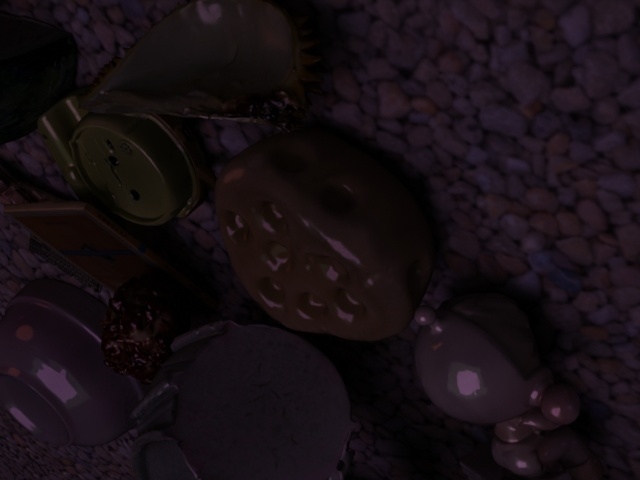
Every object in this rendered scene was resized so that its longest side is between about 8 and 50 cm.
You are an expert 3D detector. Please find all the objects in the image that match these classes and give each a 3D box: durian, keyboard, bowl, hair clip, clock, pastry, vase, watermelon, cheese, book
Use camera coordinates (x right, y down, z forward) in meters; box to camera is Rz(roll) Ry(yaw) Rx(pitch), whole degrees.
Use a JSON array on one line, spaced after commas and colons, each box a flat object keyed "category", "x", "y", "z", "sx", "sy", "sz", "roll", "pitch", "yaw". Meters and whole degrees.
[{"category": "durian", "x": -0.098, "y": -0.140, "z": 0.862, "sx": 0.252, "sy": 0.139, "sz": 0.144, "roll": 17, "pitch": 141, "yaw": 26}, {"category": "keyboard", "x": -0.363, "y": 0.027, "z": 1.341, "sx": 0.129, "sy": 0.015, "sz": 0.049, "roll": 32, "pitch": 141, "yaw": 11}, {"category": "bowl", "x": -0.396, "y": 0.212, "z": 1.449, "sx": 0.287, "sy": 0.144, "sz": 0.287, "roll": 23, "pitch": 140, "yaw": 21}, {"category": "hair clip", "x": -0.416, "y": -0.071, "z": 1.260, "sx": 0.214, "sy": 0.056, "sz": 0.062, "roll": 31, "pitch": 174, "yaw": 11}, {"category": "clock", "x": -0.198, "y": -0.090, "z": 1.046, "sx": 0.232, "sy": 0.069, "sz": 0.170, "roll": 1, "pitch": 128, "yaw": 39}, {"category": "pastry", "x": -0.214, "y": 0.116, "z": 1.175, "sx": 0.097, "sy": 0.115, "sz": 0.208, "roll": 19, "pitch": 153, "yaw": 1}, {"category": "vase", "x": -0.111, "y": 0.241, "z": 1.132, "sx": 0.250, "sy": 0.250, "sz": 0.445, "roll": 40, "pitch": 156, "yaw": 0}, {"category": "watermelon", "x": -0.424, "y": -0.196, "z": 1.085, "sx": 0.305, "sy": 0.180, "sz": 0.224, "roll": 16, "pitch": 180, "yaw": 22}, {"category": "cheese", "x": 0.000, "y": 0.000, "z": 0.935, "sx": 0.235, "sy": 0.117, "sz": 0.218, "roll": 48, "pitch": 144, "yaw": -4}, {"category": "book", "x": -0.261, "y": 0.023, "z": 1.182, "sx": 0.170, "sy": 0.018, "sz": 0.242, "roll": 0, "pitch": 149, "yaw": 40}]

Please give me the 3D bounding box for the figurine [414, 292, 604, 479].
[{"category": "figurine", "x": 0.169, "y": 0.152, "z": 0.942, "sx": 0.144, "sy": 0.182, "sz": 0.256, "roll": -27, "pitch": 106, "yaw": 5}]
